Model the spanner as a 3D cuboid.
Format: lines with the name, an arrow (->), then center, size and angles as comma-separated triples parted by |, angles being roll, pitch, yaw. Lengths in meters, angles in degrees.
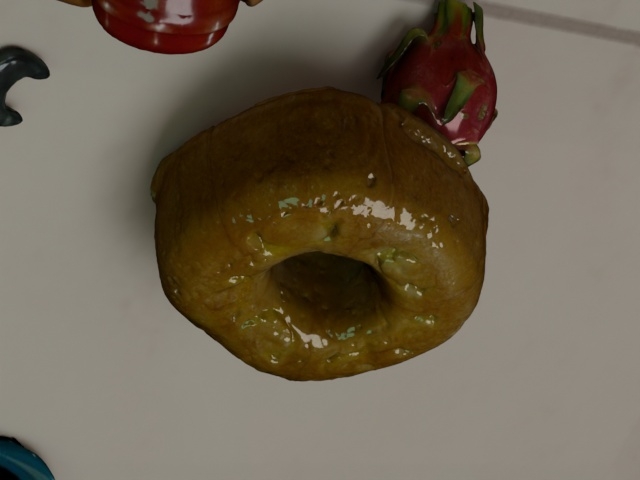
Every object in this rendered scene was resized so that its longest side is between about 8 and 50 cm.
spanner -> -0.273, -0.099, 1.125 | 0.254, 0.015, 0.054 | 4, 123, -37

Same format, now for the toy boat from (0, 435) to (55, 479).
toy boat -> -0.293, 0.193, 1.305 | 0.299, 0.092, 0.134 | 17, 111, -41

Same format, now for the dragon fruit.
dragon fruit -> 0.081, -0.104, 1.322 | 0.086, 0.081, 0.116 | 31, 76, -41

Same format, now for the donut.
donut -> 0.001, -0.001, 1.280 | 0.226, 0.114, 0.226 | 0, 140, 0

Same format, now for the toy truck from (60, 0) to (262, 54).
toy truck -> -0.096, -0.232, 1.038 | 0.265, 0.239, 0.189 | 17, 122, 4
